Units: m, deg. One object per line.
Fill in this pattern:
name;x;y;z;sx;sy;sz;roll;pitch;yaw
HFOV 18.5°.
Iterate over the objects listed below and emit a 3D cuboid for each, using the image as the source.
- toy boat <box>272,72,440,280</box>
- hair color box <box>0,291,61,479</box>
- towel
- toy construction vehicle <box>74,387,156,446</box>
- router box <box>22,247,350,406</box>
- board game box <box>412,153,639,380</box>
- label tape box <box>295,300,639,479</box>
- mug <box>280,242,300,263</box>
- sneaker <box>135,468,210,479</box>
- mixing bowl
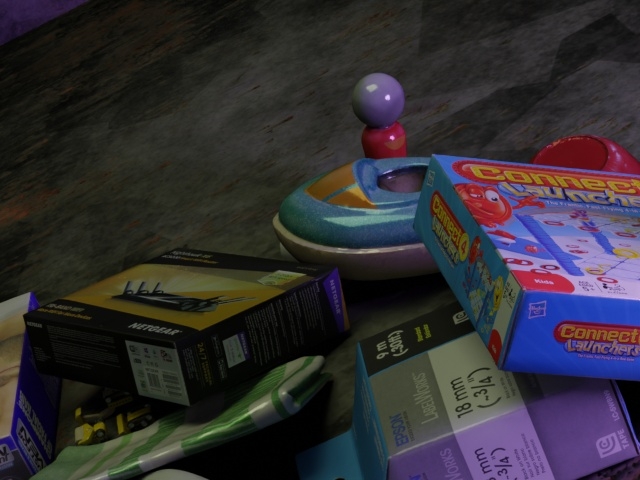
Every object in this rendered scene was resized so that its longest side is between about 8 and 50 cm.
toy boat;0.074;-0.076;2.338;0.267;0.148;0.318;-7;30;4
hair color box;-0.416;0.208;2.326;0.185;0.110;0.339;-21;28;6
towel;-0.157;0.205;2.088;0.324;0.038;0.248;-20;3;10
toy construction vehicle;-0.237;0.205;2.266;0.098;0.035;0.086;-25;37;5
router box;-0.158;0.093;2.270;0.243;0.081;0.309;-24;19;-37
board game box;0.279;0.028;1.895;0.308;0.086;0.302;5;25;-17
label tape box;0.119;0.173;1.930;0.333;0.106;0.241;-23;25;4
mug;-0.002;-0.001;2.414;0.064;0.062;0.078;9;48;37
sneaker;-0.140;0.310;1.913;0.256;0.094;0.151;0;39;43
mixing bowl;0.289;-0.053;2.173;0.181;0.098;0.181;-13;39;11
